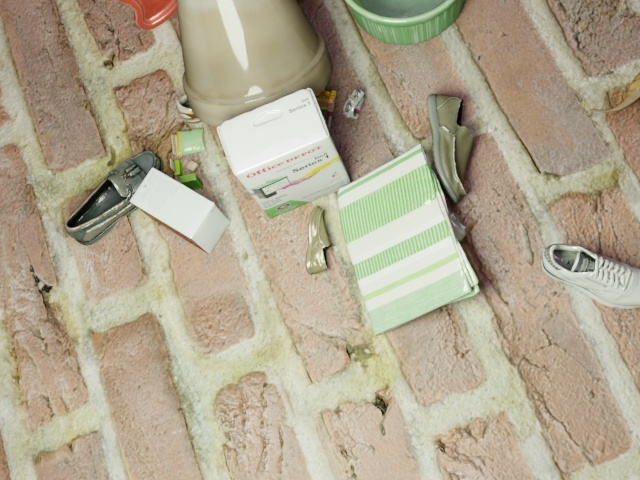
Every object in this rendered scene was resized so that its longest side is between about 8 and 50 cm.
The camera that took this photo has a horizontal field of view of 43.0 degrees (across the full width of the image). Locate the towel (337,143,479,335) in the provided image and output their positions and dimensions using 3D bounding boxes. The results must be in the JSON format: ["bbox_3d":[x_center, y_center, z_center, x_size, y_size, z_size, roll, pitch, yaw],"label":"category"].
[{"bbox_3d":[0.165,-0.002,1.656,0.247,0.038,0.325,-27,71,29],"label":"towel"}]

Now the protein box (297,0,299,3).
[{"bbox_3d":[-0.161,-0.588,1.879,0.199,0.136,0.201,-12,72,7],"label":"protein box"}]

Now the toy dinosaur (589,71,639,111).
[{"bbox_3d":[0.664,-0.313,1.687,0.112,0.064,0.211,26,71,35],"label":"toy dinosaur"}]

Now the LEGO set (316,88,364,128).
[{"bbox_3d":[-0.050,-0.315,1.818,0.287,0.107,0.132,26,46,21],"label":"LEGO set"}]

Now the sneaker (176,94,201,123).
[{"bbox_3d":[-0.238,-0.330,1.847,0.185,0.084,0.070,-29,71,2],"label":"sneaker"}]

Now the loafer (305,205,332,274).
[{"bbox_3d":[0.000,0.000,1.723,0.050,0.056,0.148,3,85,11],"label":"loafer"}]

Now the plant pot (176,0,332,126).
[{"bbox_3d":[-0.162,-0.436,1.664,0.323,0.280,0.323,-11,41,9],"label":"plant pot"}]

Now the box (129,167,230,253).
[{"bbox_3d":[-0.301,-0.063,1.757,0.170,0.130,0.091,30,81,18],"label":"box"}]

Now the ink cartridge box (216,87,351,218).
[{"bbox_3d":[-0.066,-0.170,1.664,0.201,0.278,0.117,-22,71,4],"label":"ink cartridge box"}]

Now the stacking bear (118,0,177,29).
[{"bbox_3d":[-0.441,-0.684,1.958,0.164,0.175,0.289,-30,63,4],"label":"stacking bear"}]

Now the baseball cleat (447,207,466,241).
[{"bbox_3d":[0.211,-0.065,1.690,0.109,0.072,0.206,-42,61,13],"label":"baseball cleat"}]

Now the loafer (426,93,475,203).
[{"bbox_3d":[0.280,-0.201,1.702,0.087,0.094,0.251,-10,72,12],"label":"loafer"}]

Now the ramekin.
[{"bbox_3d":[0.188,-0.584,1.798,0.303,0.148,0.304,-3,76,10],"label":"ramekin"}]

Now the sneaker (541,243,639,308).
[{"bbox_3d":[0.544,0.067,1.574,0.235,0.095,0.090,17,76,14],"label":"sneaker"}]

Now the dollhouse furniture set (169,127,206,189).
[{"bbox_3d":[-0.300,-0.193,1.832,0.076,0.058,0.152,-10,72,8],"label":"dollhouse furniture set"}]

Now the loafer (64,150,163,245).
[{"bbox_3d":[-0.462,-0.100,1.824,0.096,0.084,0.267,40,85,19],"label":"loafer"}]
